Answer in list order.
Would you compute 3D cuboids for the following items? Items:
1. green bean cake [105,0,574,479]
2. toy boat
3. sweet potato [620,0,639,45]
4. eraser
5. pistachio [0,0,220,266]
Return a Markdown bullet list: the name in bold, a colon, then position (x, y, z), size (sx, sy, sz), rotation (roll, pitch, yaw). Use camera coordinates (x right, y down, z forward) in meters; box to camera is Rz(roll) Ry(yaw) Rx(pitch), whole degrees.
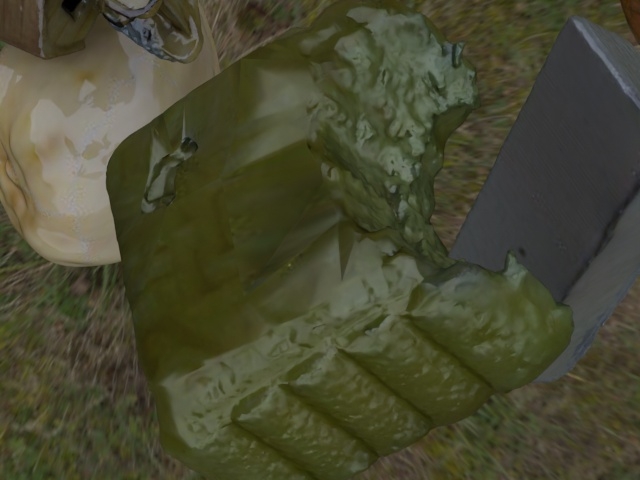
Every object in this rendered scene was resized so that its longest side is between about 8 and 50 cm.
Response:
- **green bean cake**: position (0.000, 0.000, 0.899), size (0.233, 0.236, 0.124), rotation (-30, 138, 17)
- **toy boat**: position (-0.296, -0.268, 1.517), size (0.445, 0.136, 0.162), rotation (28, 82, 26)
- **sweet potato**: position (0.137, -0.130, 0.694), size (0.202, 0.055, 0.058), rotation (50, 52, -23)
- **eraser**: position (0.174, -0.013, 1.145), size (0.077, 0.352, 0.111), rotation (-18, 63, -24)
- **pistachio**: position (-0.219, -0.129, 1.628), size (0.238, 0.229, 0.321), rotation (21, 69, -25)
